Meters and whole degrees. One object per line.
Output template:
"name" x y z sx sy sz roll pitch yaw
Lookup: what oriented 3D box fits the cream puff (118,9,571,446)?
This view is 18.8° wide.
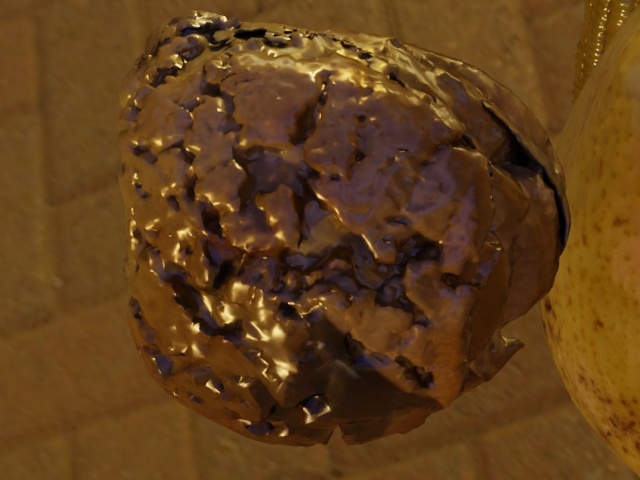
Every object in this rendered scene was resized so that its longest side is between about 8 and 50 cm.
"cream puff" 0.000 0.000 0.509 0.119 0.133 0.104 -3 55 28

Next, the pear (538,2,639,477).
"pear" 0.221 -0.007 0.864 0.271 0.271 0.271 -12 60 22

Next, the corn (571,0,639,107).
"corn" 0.277 -0.187 1.589 0.131 0.344 0.131 0 40 0
